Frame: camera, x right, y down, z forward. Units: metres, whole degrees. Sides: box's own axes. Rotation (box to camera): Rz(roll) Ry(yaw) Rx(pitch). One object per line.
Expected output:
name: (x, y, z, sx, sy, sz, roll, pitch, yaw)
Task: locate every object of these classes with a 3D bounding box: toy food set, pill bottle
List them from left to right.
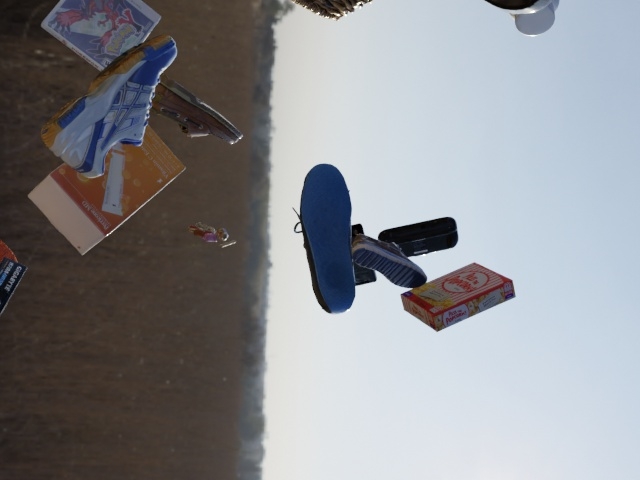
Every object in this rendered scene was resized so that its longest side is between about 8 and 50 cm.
toy food set: (-0.260, -0.019, 1.795, 0.078, 0.122, 0.019, -24, 130, -56)
pill bottle: (0.444, -0.525, 1.620, 0.108, 0.108, 0.193, 101, -4, -55)

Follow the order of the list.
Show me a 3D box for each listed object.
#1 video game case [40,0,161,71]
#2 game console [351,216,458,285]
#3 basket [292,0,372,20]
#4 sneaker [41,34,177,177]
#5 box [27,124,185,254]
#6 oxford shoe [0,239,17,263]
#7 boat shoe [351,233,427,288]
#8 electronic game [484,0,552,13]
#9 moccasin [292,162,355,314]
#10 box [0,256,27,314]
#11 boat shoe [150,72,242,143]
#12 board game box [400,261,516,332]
video game case: (-0.469, -0.475, 1.663, 0.023, 0.183, 0.201, -21, -143, 56)
game console: (0.171, 0.023, 1.951, 0.213, 0.362, 0.044, 71, 10, -51)
basket: (-0.030, -0.605, 1.722, 0.213, 0.223, 0.299, 60, 3, -46)
sneaker: (-0.349, -0.237, 1.364, 0.296, 0.131, 0.112, -48, -152, -16)
box: (-0.578, -0.161, 2.106, 0.168, 0.215, 0.345, -26, -162, 47)
oxford shoe: (-0.879, -0.026, 1.811, 0.363, 0.133, 0.130, 61, 38, -23)
boat shoe: (0.145, 0.036, 1.580, 0.066, 0.183, 0.066, -42, -148, 35)
electronic game: (0.350, -0.526, 1.440, 0.048, 0.229, 0.229, -48, 168, -24)
moccasin: (0.000, 0.000, 1.730, 0.117, 0.138, 0.341, 132, -42, -70)
box: (-0.657, 0.158, 1.492, 0.220, 0.051, 0.175, -44, -157, 41)
boat shoe: (-0.351, -0.339, 2.127, 0.104, 0.307, 0.111, -54, -139, 3)
board game box: (0.288, 0.117, 1.625, 0.147, 0.194, 0.045, 31, -40, 64)
